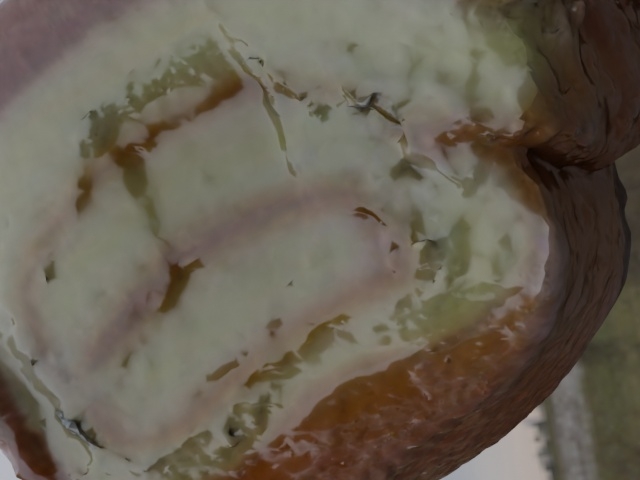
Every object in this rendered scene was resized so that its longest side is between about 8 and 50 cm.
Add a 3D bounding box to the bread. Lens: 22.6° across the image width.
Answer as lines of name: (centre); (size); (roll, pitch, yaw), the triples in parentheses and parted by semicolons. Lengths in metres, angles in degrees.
bread: (-0.007, -0.011, 0.479); (0.190, 0.244, 0.123); (54, -156, 5)
